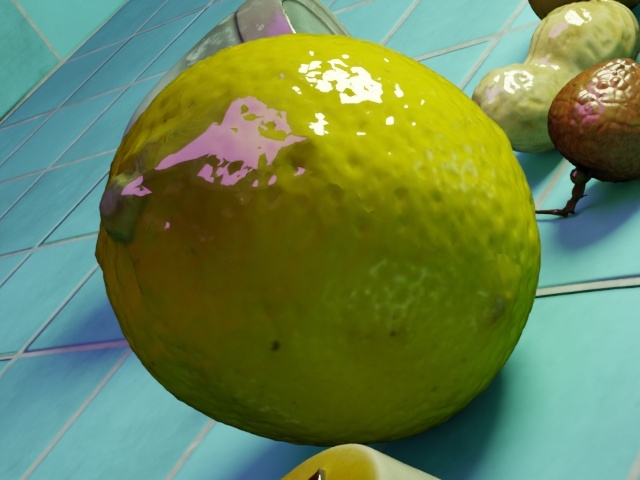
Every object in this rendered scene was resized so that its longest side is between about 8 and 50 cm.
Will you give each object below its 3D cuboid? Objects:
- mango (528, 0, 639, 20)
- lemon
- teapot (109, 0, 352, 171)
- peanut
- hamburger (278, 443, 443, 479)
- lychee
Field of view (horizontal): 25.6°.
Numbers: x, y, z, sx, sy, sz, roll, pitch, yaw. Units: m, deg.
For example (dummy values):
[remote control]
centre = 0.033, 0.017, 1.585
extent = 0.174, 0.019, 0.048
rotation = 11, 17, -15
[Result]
[mango]
centre = 0.296, -0.286, 1.459
extent = 0.138, 0.113, 0.253
rotation = -28, 3, -21
[lemon]
centre = 0.002, 0.001, 1.062
extent = 0.336, 0.336, 0.336
rotation = -30, 23, 14
[teapot]
centre = -0.081, -0.074, 1.528
extent = 0.312, 0.233, 0.315
rotation = -35, 49, 19
[peanut]
centre = 0.225, -0.155, 1.348
extent = 0.229, 0.103, 0.098
rotation = -45, 11, -28
[hamburger]
centre = 0.007, 0.255, 0.797
extent = 0.227, 0.151, 0.295
rotation = -29, 29, 32
[lychee]
centre = 0.243, -0.085, 1.204
extent = 0.101, 0.140, 0.114
rotation = 1, 7, -4
